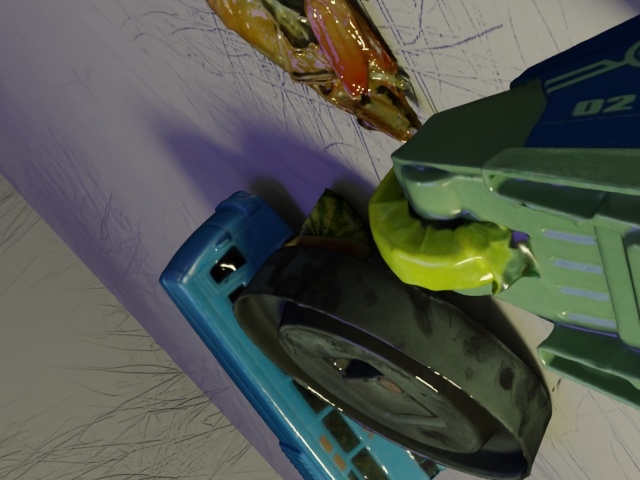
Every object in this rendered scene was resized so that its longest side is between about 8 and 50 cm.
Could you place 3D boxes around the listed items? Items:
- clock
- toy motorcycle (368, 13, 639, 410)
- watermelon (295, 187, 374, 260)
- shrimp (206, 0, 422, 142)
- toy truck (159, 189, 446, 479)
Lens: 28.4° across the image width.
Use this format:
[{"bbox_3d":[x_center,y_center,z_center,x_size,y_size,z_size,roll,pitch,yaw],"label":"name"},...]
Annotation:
[{"bbox_3d":[0.068,0.119,1.193,0.318,0.066,0.319,29,160,11],"label":"clock"},{"bbox_3d":[0.188,-0.021,0.552,0.326,0.200,0.191,21,148,39],"label":"toy motorcycle"},{"bbox_3d":[0.004,-0.013,1.231,0.163,0.086,0.069,128,136,-70],"label":"watermelon"},{"bbox_3d":[-0.014,-0.172,0.953,0.267,0.061,0.145,50,154,8],"label":"shrimp"},{"bbox_3d":[-0.017,0.129,1.416,0.385,0.162,0.161,54,164,-11],"label":"toy truck"}]
